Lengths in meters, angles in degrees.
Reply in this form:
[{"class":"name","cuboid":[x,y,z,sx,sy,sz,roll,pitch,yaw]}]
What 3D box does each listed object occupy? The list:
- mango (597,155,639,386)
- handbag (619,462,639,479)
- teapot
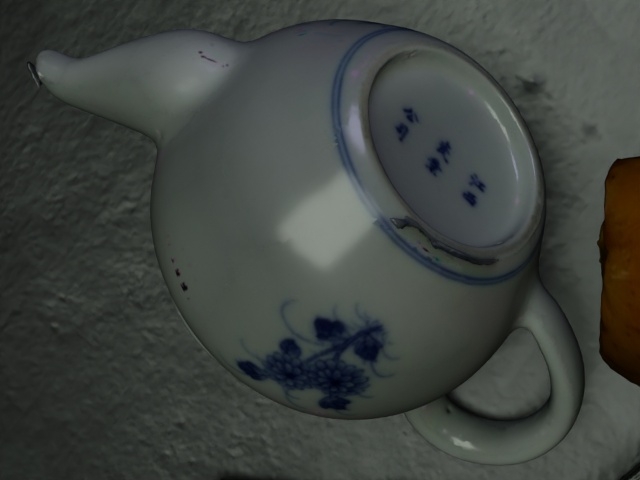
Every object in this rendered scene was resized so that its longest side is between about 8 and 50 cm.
[{"class":"mango","cuboid":[0.328,0.027,0.860,0.350,0.201,0.199,5,63,-1]},{"class":"handbag","cuboid":[0.251,0.287,0.954,0.247,0.079,0.260,-45,84,13]},{"class":"teapot","cuboid":[0.000,0.000,0.936,0.424,0.252,0.280,42,137,-13]}]
